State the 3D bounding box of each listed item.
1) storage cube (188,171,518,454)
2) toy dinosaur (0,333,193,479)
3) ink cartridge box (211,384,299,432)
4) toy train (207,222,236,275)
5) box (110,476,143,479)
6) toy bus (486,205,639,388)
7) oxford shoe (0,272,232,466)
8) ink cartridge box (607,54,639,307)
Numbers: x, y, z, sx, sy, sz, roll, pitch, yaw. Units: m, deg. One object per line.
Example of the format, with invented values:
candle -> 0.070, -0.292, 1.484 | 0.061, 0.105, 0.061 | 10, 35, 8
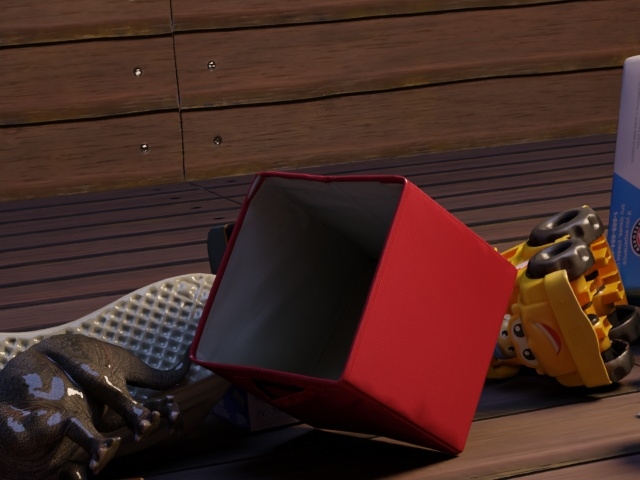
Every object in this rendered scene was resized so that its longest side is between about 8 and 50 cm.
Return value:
storage cube -> 0.032, 0.066, 1.378 | 0.184, 0.215, 0.193 | 4, -21, 42
toy dinosaur -> -0.212, 0.134, 1.270 | 0.160, 0.121, 0.313 | 32, 50, 16
ink cartridge box -> 0.001, 0.144, 1.549 | 0.207, 0.046, 0.097 | -9, 10, -27
toy train -> 0.000, 0.000, 2.155 | 0.190, 0.142, 0.334 | -8, 4, 43
box -> -0.220, 0.240, 1.042 | 0.201, 0.057, 0.293 | -6, 10, -5
toy bus -> 0.211, 0.077, 1.605 | 0.211, 0.149, 0.220 | -18, 14, 20
oxford shoe -> -0.260, 0.155, 1.399 | 0.449, 0.169, 0.130 | -18, -24, -28
ink cartridge box -> 0.512, -0.071, 1.633 | 0.166, 0.285, 0.395 | 17, -14, -37
